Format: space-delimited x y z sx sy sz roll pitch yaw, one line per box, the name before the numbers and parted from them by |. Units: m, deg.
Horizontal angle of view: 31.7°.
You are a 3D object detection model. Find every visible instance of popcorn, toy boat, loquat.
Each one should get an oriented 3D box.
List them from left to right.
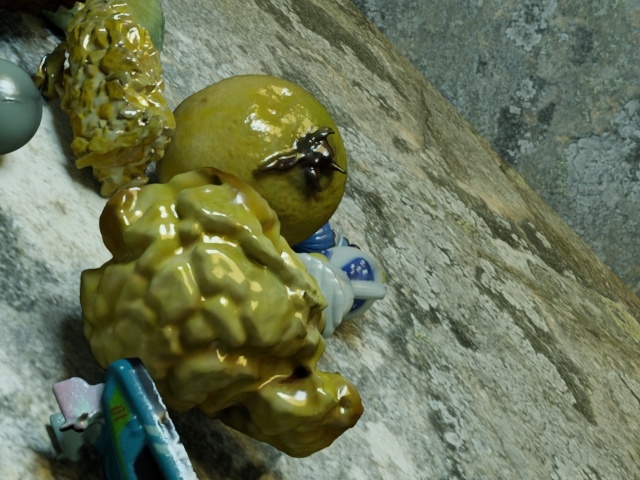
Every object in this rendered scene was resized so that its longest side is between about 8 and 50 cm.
toy boat | -0.137 0.248 0.926 0.092 0.134 0.299 -16 60 -24
popcorn | -0.098 0.080 1.121 0.332 0.225 0.265 49 -1 -13
loquat | -0.080 -0.094 1.412 0.244 0.244 0.244 38 23 -19

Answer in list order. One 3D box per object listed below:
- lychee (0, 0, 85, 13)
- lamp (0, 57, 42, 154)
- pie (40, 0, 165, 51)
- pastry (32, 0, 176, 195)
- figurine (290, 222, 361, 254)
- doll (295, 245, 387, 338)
lychee | -0.362 -0.436 1.379 0.306 0.306 0.330 51 19 12
lamp | -0.349 -0.143 1.198 0.105 0.105 0.105 38 23 -19
pie | -0.347 -0.373 1.646 0.306 0.071 0.306 34 26 -19
pastry | -0.261 -0.181 1.373 0.102 0.154 0.250 23 38 -49
figurine | 0.000 0.000 1.626 0.086 0.087 0.149 38 1 30
doll | 0.006 0.061 1.465 0.138 0.119 0.293 16 13 20
